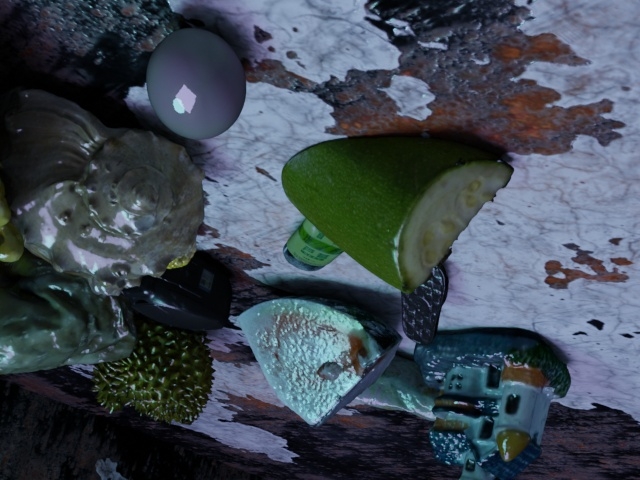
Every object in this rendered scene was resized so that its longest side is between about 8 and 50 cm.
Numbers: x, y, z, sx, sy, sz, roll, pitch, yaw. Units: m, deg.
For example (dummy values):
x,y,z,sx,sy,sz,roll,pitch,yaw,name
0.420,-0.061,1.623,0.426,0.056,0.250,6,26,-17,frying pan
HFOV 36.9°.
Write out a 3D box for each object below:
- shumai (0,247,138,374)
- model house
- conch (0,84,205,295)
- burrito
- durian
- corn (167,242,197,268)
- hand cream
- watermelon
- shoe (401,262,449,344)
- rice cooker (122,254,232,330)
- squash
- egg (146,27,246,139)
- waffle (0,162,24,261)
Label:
x,y,z,sx,sy,sz,roll,pitch,yaw,name
-0.520,0.169,1.726,0.309,0.263,0.304,-20,111,46,shumai
0.271,0.312,1.614,0.253,0.291,0.184,-3,156,38,model house
-0.326,-0.059,1.259,0.297,0.210,0.352,44,145,-24,conch
0.130,0.264,1.824,0.228,0.144,0.089,14,113,5,burrito
-0.346,0.251,1.962,0.293,0.258,0.258,12,160,35,durian
-0.307,0.005,1.533,0.248,0.081,0.081,1,154,32,corn
0.000,0.000,1.365,0.095,0.046,0.175,24,155,-13,hand cream
-0.012,0.200,1.625,0.289,0.214,0.320,21,168,-5,watermelon
0.159,0.081,1.444,0.071,0.049,0.179,20,138,19,shoe
-0.240,0.084,1.624,0.142,0.118,0.203,-5,150,42,rice cooker
0.061,-0.084,1.151,0.111,0.203,0.288,34,-174,-40,squash
-0.128,-0.162,0.992,0.103,0.103,0.135,12,155,8,egg
-0.442,-0.118,1.150,0.307,0.060,0.312,30,135,50,waffle
